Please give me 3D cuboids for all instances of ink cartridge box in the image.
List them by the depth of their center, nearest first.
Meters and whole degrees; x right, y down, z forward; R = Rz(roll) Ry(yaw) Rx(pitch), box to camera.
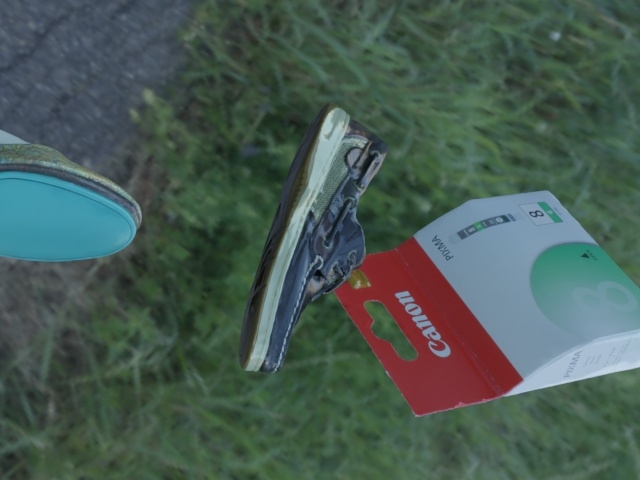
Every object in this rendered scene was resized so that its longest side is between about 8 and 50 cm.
[{"bbox_3d":[0.134,0.041,1.061,0.224,0.181,0.056,-6,132,-29],"label":"ink cartridge box"}]

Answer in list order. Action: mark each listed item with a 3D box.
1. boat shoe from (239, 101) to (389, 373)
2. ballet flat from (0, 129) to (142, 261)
[{"bbox_3d":[0.000,0.000,0.667,0.056,0.049,0.152,127,-17,-63],"label":"boat shoe"},{"bbox_3d":[-0.329,-0.052,1.194,0.348,0.123,0.123,1,116,-32],"label":"ballet flat"}]
